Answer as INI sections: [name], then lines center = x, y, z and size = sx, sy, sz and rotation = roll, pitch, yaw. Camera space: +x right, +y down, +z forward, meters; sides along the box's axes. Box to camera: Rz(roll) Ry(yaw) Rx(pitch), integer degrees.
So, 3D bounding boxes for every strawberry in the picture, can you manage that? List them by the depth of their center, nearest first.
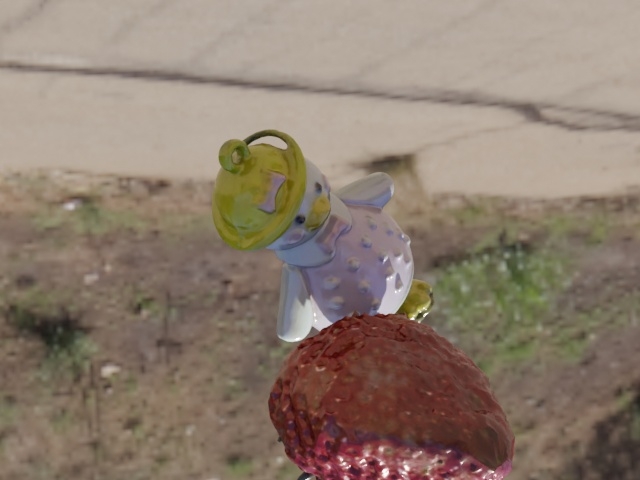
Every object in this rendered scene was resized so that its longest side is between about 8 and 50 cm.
[strawberry]
center = 0.042, 0.097, 0.779
size = 0.131, 0.131, 0.148
rotation = 1, 165, -30

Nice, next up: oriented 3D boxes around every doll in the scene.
[doll]
center = 0.000, 0.000, 0.854
size = 0.081, 0.129, 0.207
rotation = 15, 158, 46
